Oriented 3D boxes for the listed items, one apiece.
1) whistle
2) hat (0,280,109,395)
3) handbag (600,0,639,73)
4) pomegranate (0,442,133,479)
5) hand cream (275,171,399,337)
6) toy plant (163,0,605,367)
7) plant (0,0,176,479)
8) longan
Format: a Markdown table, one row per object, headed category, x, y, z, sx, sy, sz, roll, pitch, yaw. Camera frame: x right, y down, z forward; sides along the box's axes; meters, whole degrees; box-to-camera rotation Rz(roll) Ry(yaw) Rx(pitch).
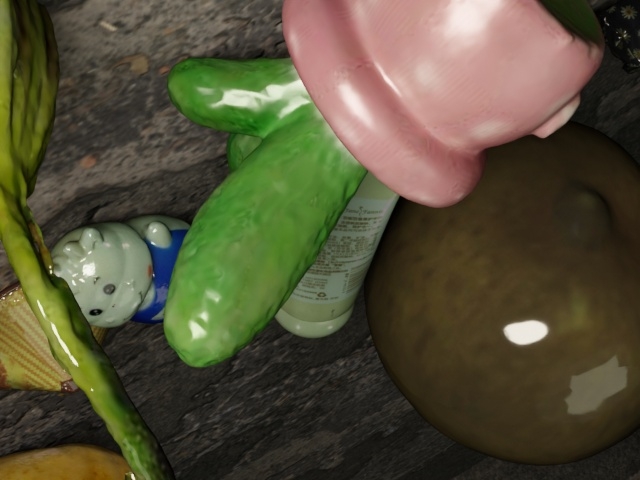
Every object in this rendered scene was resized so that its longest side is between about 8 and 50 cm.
| category | x | y | z | sx | sy | sz | roll | pitch | yaw |
| --- | --- | --- | --- | --- | --- | --- | --- | --- | --- |
| whistle | -0.154 | 0.029 | 1.309 | 0.244 | 0.092 | 0.110 | 1 | 126 | -53 |
| hat | -0.243 | 0.105 | 1.362 | 0.193 | 0.082 | 0.193 | -29 | 157 | -14 |
| handbag | 0.343 | -0.218 | 1.561 | 0.115 | 0.072 | 0.139 | -34 | 172 | -6 |
| pomegranate | -0.285 | 0.390 | 1.579 | 0.410 | 0.410 | 0.410 | -29 | 158 | -13 |
| hand cream | 0.000 | 0.000 | 1.468 | 0.147 | 0.093 | 0.306 | 6 | 152 | -2 |
| toy plant | 0.029 | -0.095 | 1.120 | 0.356 | 0.210 | 0.317 | -31 | -158 | 22 |
| plant | -0.167 | -0.045 | 0.848 | 0.180 | 0.333 | 0.251 | -43 | 150 | -20 |
| longan | 0.217 | 0.052 | 1.536 | 0.361 | 0.361 | 0.361 | -29 | 158 | -13 |
